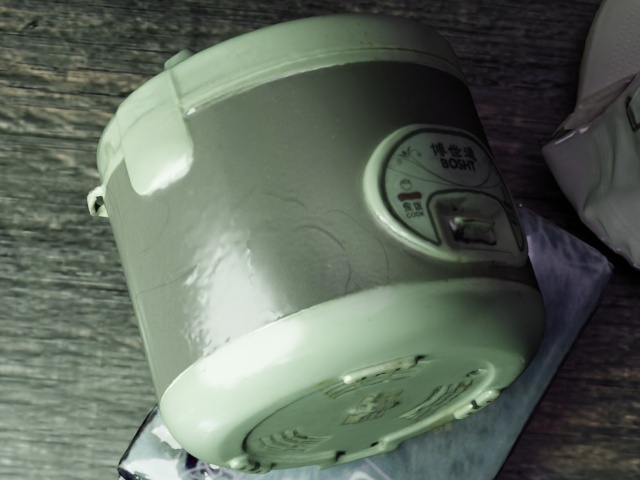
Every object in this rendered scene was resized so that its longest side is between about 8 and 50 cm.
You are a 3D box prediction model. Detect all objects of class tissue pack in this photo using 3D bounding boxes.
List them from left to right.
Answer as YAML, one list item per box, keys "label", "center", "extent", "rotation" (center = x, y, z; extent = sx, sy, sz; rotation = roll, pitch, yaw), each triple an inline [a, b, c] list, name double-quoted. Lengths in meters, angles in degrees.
- label: "tissue pack"
  center: [0.040, 0.107, 1.427]
  extent: [0.259, 0.122, 0.361]
  rotation: [31, 71, 2]

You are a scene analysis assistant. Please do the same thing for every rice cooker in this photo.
- label: "rice cooker"
  center: [0.000, -0.003, 1.254]
  extent: [0.288, 0.288, 0.277]
  rotation: [-13, 68, -9]

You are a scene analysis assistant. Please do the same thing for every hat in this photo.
- label: "hat"
  center: [0.339, -0.117, 1.515]
  extent: [0.258, 0.168, 0.301]
  rotation: [-10, 46, 27]
